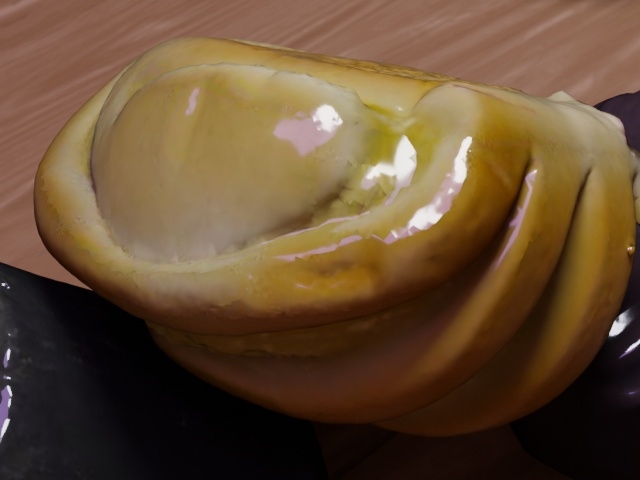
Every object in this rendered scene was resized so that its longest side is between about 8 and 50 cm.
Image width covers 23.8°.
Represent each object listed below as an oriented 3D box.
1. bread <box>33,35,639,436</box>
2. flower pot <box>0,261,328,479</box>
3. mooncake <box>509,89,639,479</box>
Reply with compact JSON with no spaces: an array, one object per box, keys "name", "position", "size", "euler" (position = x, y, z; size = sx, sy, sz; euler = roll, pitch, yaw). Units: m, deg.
[{"name":"bread","position":[0.000,0.000,0.845],"size":[0.316,0.270,0.211],"euler":[13,98,42]},{"name":"flower pot","position":[-0.202,0.156,0.894],"size":[0.379,0.251,0.379],"euler":[-11,56,17]},{"name":"mooncake","position":[0.218,0.016,0.965],"size":[0.283,0.141,0.283],"euler":[-9,48,10]}]
